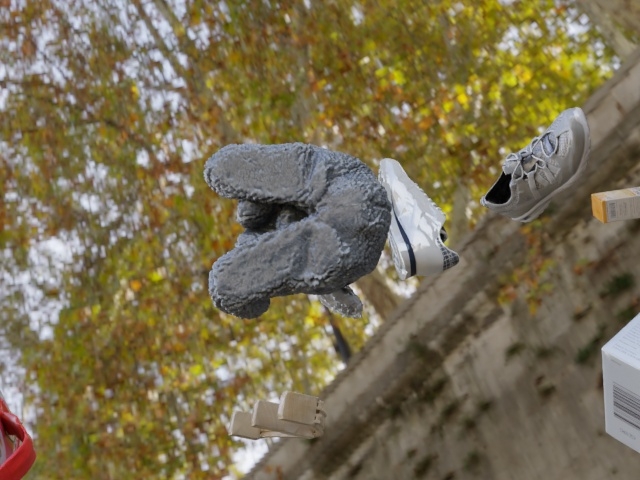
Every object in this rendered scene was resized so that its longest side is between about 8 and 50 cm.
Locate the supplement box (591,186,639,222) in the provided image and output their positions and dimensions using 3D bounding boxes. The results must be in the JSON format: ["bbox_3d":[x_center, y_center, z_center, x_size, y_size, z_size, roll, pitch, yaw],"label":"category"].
[{"bbox_3d":[0.457,-0.055,1.587,0.098,0.062,0.036,-8,-78,1],"label":"supplement box"}]

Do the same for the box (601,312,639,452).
[{"bbox_3d":[0.495,0.215,1.474,0.119,0.182,0.181,-36,-47,-25],"label":"box"}]

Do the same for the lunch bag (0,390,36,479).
[{"bbox_3d":[-0.436,0.255,1.168,0.258,0.293,0.120,-14,-65,-3],"label":"lunch bag"}]

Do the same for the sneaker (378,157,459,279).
[{"bbox_3d":[0.147,-0.038,1.703,0.094,0.235,0.090,-12,-37,-2],"label":"sneaker"}]

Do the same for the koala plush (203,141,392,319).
[{"bbox_3d":[0.000,0.000,1.221,0.203,0.196,0.221,-7,-16,15],"label":"koala plush"}]

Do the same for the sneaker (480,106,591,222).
[{"bbox_3d":[0.392,-0.130,1.960,0.115,0.105,0.281,4,-41,-22],"label":"sneaker"}]

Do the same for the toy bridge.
[{"bbox_3d":[-0.031,0.163,0.973,0.063,0.026,0.188,14,-18,-15],"label":"toy bridge"}]
